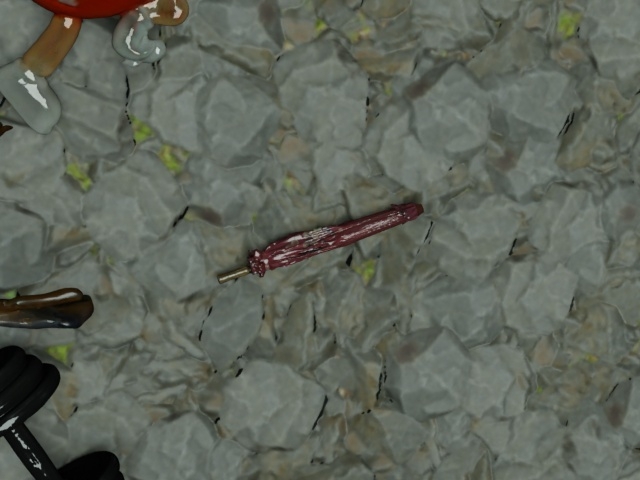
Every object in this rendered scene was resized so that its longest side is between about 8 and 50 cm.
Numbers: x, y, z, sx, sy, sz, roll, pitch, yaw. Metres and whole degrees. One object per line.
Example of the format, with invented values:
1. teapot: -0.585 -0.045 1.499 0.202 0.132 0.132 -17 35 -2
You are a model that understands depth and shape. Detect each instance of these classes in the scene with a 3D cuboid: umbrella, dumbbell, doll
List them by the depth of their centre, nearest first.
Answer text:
1. doll: -0.167 -0.197 1.016 0.217 0.085 0.183 -42 105 6
2. dumbbell: -0.207 0.151 1.057 0.099 0.099 0.208 -34 105 -5
3. umbrella: 0.000 0.000 1.115 0.165 0.027 0.025 -19 67 -9

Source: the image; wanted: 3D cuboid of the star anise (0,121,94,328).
1. star anise: -0.280 -0.066 0.973 0.237 0.148 0.346 -42 93 14
